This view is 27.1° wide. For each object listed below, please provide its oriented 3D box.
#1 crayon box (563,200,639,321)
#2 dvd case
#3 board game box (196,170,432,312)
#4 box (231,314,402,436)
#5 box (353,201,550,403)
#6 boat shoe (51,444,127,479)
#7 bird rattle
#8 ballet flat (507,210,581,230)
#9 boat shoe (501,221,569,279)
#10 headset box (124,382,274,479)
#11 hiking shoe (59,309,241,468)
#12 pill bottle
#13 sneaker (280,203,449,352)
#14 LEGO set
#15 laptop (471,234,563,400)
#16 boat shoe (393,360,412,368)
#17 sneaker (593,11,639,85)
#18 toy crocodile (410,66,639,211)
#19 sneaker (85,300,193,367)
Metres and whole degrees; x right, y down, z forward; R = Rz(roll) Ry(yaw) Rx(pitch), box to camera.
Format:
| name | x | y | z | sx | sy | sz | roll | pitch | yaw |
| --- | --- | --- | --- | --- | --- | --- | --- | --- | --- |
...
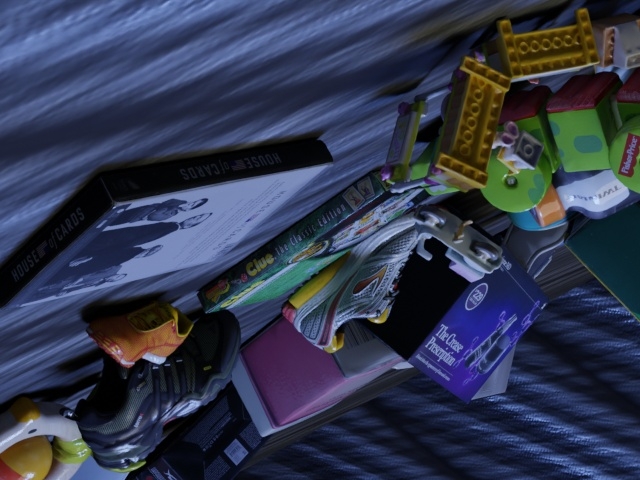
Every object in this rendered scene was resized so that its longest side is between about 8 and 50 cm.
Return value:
| name | x | y | z | sx | sy | sz | roll | pitch | yaw |
| --- | --- | --- | --- | --- | --- | --- | --- | --- | --- |
| crayon box | 0.464 | 0.048 | 1.699 | 0.106 | 0.313 | 0.363 | -46 | 178 | 17 |
| dvd case | -0.124 | -0.014 | 1.065 | 0.238 | 0.029 | 0.179 | -15 | 163 | -48 |
| board game box | 0.000 | 0.000 | 1.403 | 0.259 | 0.030 | 0.136 | -34 | 169 | 30 |
| box | -0.002 | 0.161 | 1.852 | 0.148 | 0.127 | 0.232 | -18 | 165 | -40 |
| box | 0.173 | 0.086 | 1.684 | 0.184 | 0.103 | 0.261 | -54 | 151 | -1 |
| boat shoe | -0.369 | 0.361 | 1.932 | 0.306 | 0.113 | 0.105 | -48 | 178 | 20 |
| bird rattle | -0.346 | 0.262 | 1.565 | 0.253 | 0.143 | 0.207 | -36 | 144 | 11 |
| ballet flat | 0.315 | -0.091 | 1.595 | 0.086 | 0.086 | 0.248 | -19 | 165 | -34 |
| boat shoe | 0.289 | 0.014 | 1.870 | 0.206 | 0.075 | 0.065 | -51 | 166 | -15 |
| headset box | -0.226 | 0.377 | 2.174 | 0.218 | 0.110 | 0.293 | -43 | -179 | -43 |
| hiking shoe | -0.181 | 0.146 | 1.474 | 0.227 | 0.086 | 0.114 | -47 | 132 | -21 |
| pill bottle | 0.319 | -0.106 | 1.387 | 0.245 | 0.130 | 0.130 | -28 | 168 | 3 |
| sneaker | 0.065 | 0.040 | 1.519 | 0.225 | 0.093 | 0.088 | -42 | 173 | 16 |
| LEGO set | 0.141 | -0.106 | 1.078 | 0.287 | 0.132 | 0.107 | -53 | -162 | -24 |
| laptop | 0.413 | 0.083 | 2.162 | 0.236 | 0.408 | 0.382 | 12 | 179 | 18 |
| boat shoe | 0.051 | 0.174 | 2.168 | 0.112 | 0.095 | 0.335 | 12 | -165 | 43 |
| sneaker | 0.388 | -0.191 | 1.178 | 0.112 | 0.131 | 0.296 | -11 | 159 | -47 |
| toy crocodile | 0.232 | -0.102 | 1.176 | 0.340 | 0.105 | 0.115 | -8 | -156 | 35 |
| sneaker | -0.183 | 0.087 | 1.337 | 0.067 | 0.064 | 0.175 | -49 | 170 | 9 |
